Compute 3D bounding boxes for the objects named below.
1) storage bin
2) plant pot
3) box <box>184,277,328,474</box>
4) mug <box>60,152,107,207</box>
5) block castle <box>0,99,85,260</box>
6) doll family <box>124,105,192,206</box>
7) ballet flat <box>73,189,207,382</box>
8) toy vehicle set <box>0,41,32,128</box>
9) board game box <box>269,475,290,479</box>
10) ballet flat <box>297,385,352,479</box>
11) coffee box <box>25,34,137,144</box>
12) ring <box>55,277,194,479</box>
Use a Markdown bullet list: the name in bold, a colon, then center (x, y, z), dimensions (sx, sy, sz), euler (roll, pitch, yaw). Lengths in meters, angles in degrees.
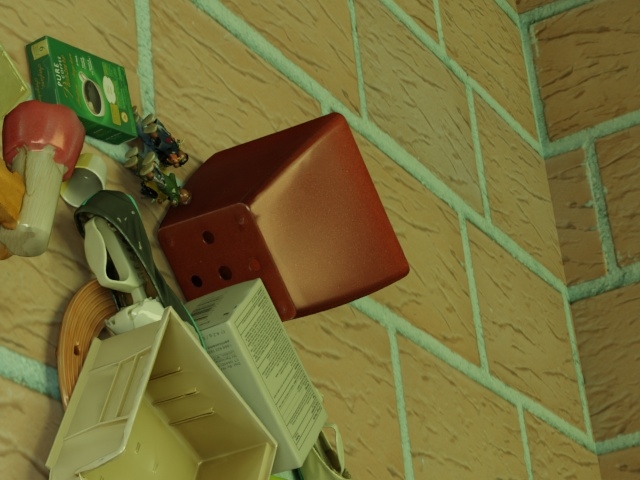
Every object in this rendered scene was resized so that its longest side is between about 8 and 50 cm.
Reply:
- **storage bin**: center (-0.191, 0.273, 1.960), dimensions (0.262, 0.123, 0.260), euler (56, 29, -31)
- **plant pot**: center (-0.076, 0.001, 2.327), dimensions (0.236, 0.267, 0.267), euler (-36, 106, -51)
- **box**: center (-0.107, 0.193, 2.185), dimensions (0.232, 0.127, 0.148), euler (65, 24, -15)
- **mug**: center (-0.313, -0.091, 2.119), dimensions (0.064, 0.062, 0.078), euler (-79, 149, -60)
- **block castle**: center (-0.472, -0.148, 1.547), dimensions (0.453, 0.303, 0.212), euler (47, 33, -42)
- **doll family**: center (-0.228, -0.113, 2.292), dimensions (0.111, 0.076, 0.193), euler (42, 34, -38)
- **ballet flat**: center (-0.243, 0.068, 2.053), dimensions (0.096, 0.095, 0.280), euler (-16, 76, -55)
- **toy vehicle set**: center (-0.452, -0.184, 1.926), dimensions (0.166, 0.035, 0.267), euler (61, 27, -21)
- **board game box**: center (-0.056, 0.394, 2.313), dimensions (0.181, 0.043, 0.092), euler (28, 48, -56)
- **ballet flat**: center (-0.019, 0.273, 2.431), dimensions (0.248, 0.086, 0.086), euler (67, 25, -7)
- **coffee box**: center (-0.325, -0.204, 2.193), dimensions (0.184, 0.040, 0.113), euler (15, 59, -61)
- **ring**: center (-0.241, 0.209, 2.086), dimensions (0.336, 0.032, 0.336), euler (45, 36, -45)
